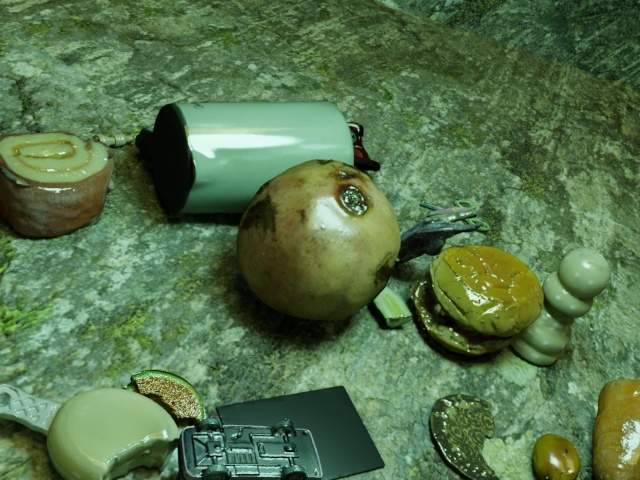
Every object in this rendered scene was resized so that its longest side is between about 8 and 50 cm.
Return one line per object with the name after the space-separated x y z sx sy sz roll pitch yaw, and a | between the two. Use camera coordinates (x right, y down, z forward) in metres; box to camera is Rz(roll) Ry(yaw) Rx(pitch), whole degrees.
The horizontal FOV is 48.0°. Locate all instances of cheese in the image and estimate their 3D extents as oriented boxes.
-0.329 0.251 1.010 0.248 0.071 0.163 33 36 13 | cheese

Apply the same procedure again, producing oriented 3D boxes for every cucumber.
0.135 0.133 1.468 0.067 0.035 0.107 -6 39 -21 | cucumber

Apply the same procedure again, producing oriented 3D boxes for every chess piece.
-0.450 -0.218 1.576 0.092 0.035 0.035 -16 52 -47 | chess piece
0.504 0.130 1.499 0.142 0.261 0.143 18 36 -14 | chess piece

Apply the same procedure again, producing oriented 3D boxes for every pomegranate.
0.000 0.000 1.358 0.321 0.322 0.322 16 36 -12 | pomegranate

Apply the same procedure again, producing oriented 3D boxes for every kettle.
-0.177 -0.193 1.561 0.376 0.250 0.361 -5 24 -31 | kettle

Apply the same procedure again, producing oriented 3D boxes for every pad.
-0.029 0.318 1.158 0.245 0.006 0.170 -2 43 -32 | pad

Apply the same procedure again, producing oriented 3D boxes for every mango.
0.419 0.390 1.285 0.080 0.061 0.114 15 36 10 | mango

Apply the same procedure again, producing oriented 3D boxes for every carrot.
0.561 0.388 1.325 0.159 0.159 0.225 35 50 14 | carrot

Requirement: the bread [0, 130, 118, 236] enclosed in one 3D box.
-0.494 -0.110 1.332 0.244 0.123 0.190 -15 53 -42 | bread

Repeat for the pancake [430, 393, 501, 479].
0.277 0.351 1.287 0.184 0.020 0.190 40 39 22 | pancake

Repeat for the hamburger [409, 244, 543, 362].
0.319 0.118 1.473 0.244 0.163 0.245 15 46 -16 | hamburger

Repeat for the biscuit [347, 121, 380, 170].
0.065 -0.244 1.886 0.151 0.063 0.235 9 35 -22 | biscuit

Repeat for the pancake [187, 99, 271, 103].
-0.235 -0.297 1.672 0.249 0.031 0.250 -7 3 0 | pancake

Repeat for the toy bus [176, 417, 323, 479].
-0.106 0.321 1.018 0.198 0.108 0.096 8 35 -23 | toy bus

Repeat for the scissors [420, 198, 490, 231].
0.345 -0.075 1.874 0.187 0.020 0.134 6 36 -28 | scissors

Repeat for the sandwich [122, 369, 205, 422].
-0.233 0.242 1.114 0.135 0.029 0.067 29 41 4 | sandwich

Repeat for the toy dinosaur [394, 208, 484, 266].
0.217 0.003 1.529 0.162 0.294 0.077 2 61 -61 | toy dinosaur
